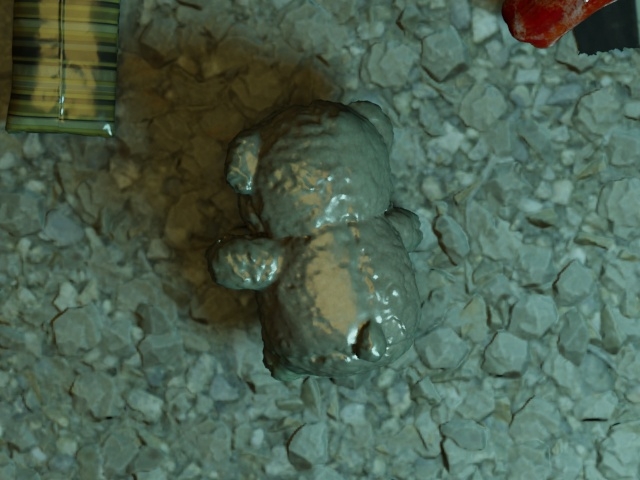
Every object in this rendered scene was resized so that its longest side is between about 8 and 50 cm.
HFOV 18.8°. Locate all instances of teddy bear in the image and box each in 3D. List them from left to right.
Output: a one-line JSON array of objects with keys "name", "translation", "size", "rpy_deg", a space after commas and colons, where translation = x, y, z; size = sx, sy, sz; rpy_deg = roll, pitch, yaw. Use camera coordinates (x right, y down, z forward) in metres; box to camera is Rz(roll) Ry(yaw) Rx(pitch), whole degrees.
[{"name": "teddy bear", "translation": [0.001, 0.001, 1.868], "size": [0.236, 0.151, 0.267], "rpy_deg": [-16, 86, -30]}]

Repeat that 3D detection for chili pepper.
[{"name": "chili pepper", "translation": [0.239, -0.239, 1.903], "size": [0.123, 0.070, 0.073], "rpy_deg": [-36, 109, 22]}]

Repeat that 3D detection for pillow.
[{"name": "pillow", "translation": [-0.254, -0.206, 1.927], "size": [0.113, 0.038, 0.203], "rpy_deg": [2, 90, 0]}]

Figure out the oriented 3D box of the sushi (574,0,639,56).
[{"name": "sushi", "translation": [0.378, -0.389, 1.905], "size": [0.296, 0.100, 0.373], "rpy_deg": [-7, 104, 19]}]
